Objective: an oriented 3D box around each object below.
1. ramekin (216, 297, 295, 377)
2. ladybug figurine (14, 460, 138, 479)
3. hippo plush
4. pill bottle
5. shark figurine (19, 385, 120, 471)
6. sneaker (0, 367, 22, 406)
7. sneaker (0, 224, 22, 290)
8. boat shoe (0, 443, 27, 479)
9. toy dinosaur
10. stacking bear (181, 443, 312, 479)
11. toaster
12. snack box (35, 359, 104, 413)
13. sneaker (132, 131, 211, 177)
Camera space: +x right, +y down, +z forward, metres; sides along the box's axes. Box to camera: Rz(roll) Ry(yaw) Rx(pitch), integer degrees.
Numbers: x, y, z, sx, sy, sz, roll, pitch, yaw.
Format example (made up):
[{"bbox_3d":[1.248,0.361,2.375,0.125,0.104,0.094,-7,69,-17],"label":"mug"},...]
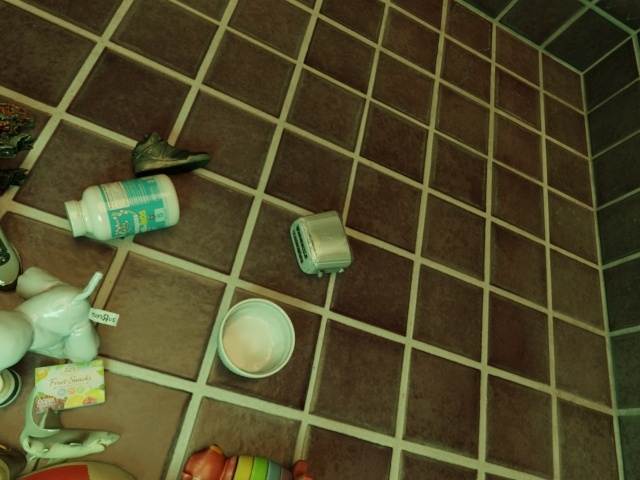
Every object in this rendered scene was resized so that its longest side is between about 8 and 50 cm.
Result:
[{"bbox_3d":[-0.183,0.270,1.267,0.207,0.109,0.207,10,65,-22],"label":"ramekin"},{"bbox_3d":[-0.561,0.617,0.905,0.449,0.162,0.305,-17,77,-30],"label":"ladybug figurine"},{"bbox_3d":[-0.609,0.206,0.983,0.236,0.294,0.235,-39,125,-51],"label":"hippo plush"},{"bbox_3d":[-0.523,-0.084,1.238,0.264,0.146,0.146,-16,76,-29],"label":"pill bottle"},{"bbox_3d":[-0.573,0.398,0.986,0.166,0.278,0.116,-23,57,-4],"label":"shark figurine"},{"bbox_3d":[-0.806,0.287,0.957,0.320,0.127,0.126,7,67,-21],"label":"sneaker"},{"bbox_3d":[-0.777,-0.006,1.072,0.100,0.108,0.272,-24,109,-27],"label":"sneaker"},{"bbox_3d":[-0.765,0.418,0.934,0.341,0.123,0.123,14,94,1],"label":"boat shoe"},{"bbox_3d":[-0.842,-0.243,1.153,0.218,0.164,0.322,37,56,-2],"label":"toy dinosaur"},{"bbox_3d":[-0.187,0.579,1.108,0.288,0.175,0.164,21,78,-5],"label":"stacking bear"},{"bbox_3d":[0.000,0.000,1.460,0.146,0.129,0.227,-9,74,-26],"label":"toaster"},{"bbox_3d":[-0.583,0.339,1.089,0.141,0.037,0.100,-3,68,-26],"label":"snack box"},{"bbox_3d":[-0.445,-0.266,1.388,0.227,0.087,0.130,-12,80,-23],"label":"sneaker"}]
